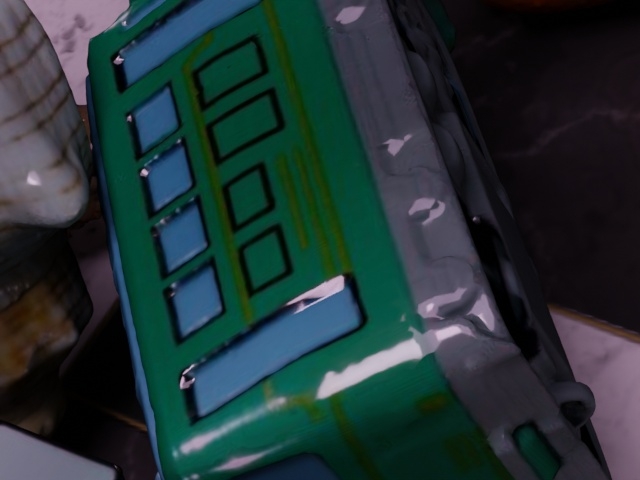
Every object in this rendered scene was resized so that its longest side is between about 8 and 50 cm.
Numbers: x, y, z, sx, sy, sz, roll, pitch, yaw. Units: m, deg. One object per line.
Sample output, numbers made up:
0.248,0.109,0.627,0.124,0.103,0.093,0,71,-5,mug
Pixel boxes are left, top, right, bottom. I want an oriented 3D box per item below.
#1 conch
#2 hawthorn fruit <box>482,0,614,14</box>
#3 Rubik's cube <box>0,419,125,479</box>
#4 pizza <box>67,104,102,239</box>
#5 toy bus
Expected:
-0.201,-0.022,0.970,0.203,0.386,0.169,-7,32,20,conch
0.125,-0.230,1.078,0.179,0.200,0.179,-8,51,10,hawthorn fruit
-0.088,0.208,0.859,0.180,0.183,0.167,18,66,30,Rubik's cube
-0.176,-0.022,1.144,0.195,0.052,0.185,-27,53,12,pizza
0.000,0.000,0.976,0.199,0.183,0.343,-25,49,12,toy bus
